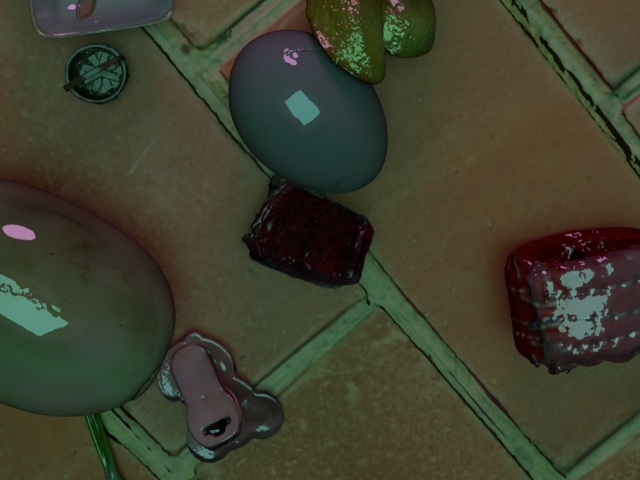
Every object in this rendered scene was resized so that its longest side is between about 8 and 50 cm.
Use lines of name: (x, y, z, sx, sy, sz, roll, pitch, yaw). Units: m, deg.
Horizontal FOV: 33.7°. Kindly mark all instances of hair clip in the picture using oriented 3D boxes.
hair clip: (-0.125, 0.184, 1.241, 0.123, 0.102, 0.138, -32, 69, 1)

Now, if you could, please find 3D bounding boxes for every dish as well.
dish: (-0.240, -0.327, 1.113, 0.151, 0.077, 0.212, -9, 101, -4)

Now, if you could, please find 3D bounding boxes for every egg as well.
egg: (-0.011, -0.134, 1.129, 0.146, 0.146, 0.198, -44, 113, 5)

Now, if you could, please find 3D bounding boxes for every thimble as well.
thimble: (0.302, 0.060, 1.178, 0.189, 0.163, 0.125, -12, 101, -15)

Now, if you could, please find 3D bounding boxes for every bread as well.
bread: (0.063, -0.238, 1.106, 0.149, 0.188, 0.065, 21, 136, -16)

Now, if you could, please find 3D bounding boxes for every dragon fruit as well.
dragon fruit: (0.000, 0.000, 1.191, 0.147, 0.096, 0.102, 22, 88, 23)

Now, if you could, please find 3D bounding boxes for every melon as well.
melon: (-0.308, 0.059, 1.106, 0.317, 0.223, 0.223, 27, 98, -10)

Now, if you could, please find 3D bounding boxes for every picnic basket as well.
picnic basket: (-0.242, -0.178, 1.137, 0.072, 0.083, 0.072, -1, 100, -4)

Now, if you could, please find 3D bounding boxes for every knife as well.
knife: (-0.249, 0.267, 1.252, 0.022, 0.026, 0.184, -12, 101, 28)
